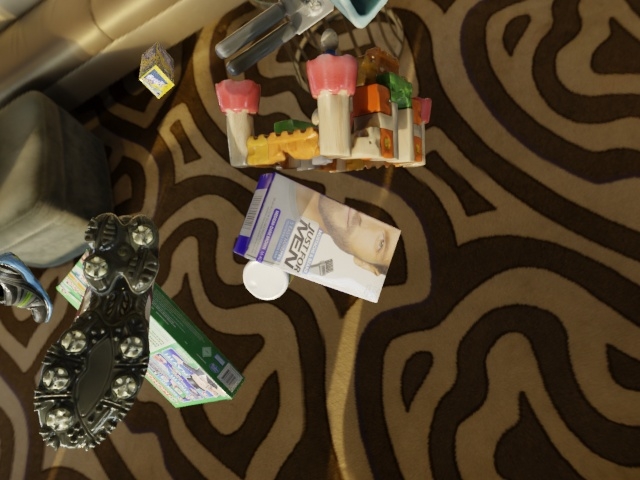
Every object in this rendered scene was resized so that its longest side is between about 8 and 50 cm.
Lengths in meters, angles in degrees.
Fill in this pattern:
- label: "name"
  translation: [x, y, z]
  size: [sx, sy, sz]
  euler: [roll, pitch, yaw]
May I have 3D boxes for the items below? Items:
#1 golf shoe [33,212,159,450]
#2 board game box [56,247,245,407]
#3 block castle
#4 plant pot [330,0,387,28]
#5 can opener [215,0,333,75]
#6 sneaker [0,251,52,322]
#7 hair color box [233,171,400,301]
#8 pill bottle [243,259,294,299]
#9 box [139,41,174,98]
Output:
- label: "golf shoe"
  translation: [-0.252, 0.105, 0.499]
  size: [0.105, 0.120, 0.273]
  euler: [14, 75, -14]
- label: "board game box"
  translation: [-0.299, 0.158, 0.699]
  size: [0.213, 0.317, 0.046]
  euler: [-27, 17, 43]
- label: "block castle"
  translation: [0.037, -0.265, 0.867]
  size: [0.302, 0.453, 0.213]
  euler: [2, 97, 33]
- label: "plant pot"
  translation: [0.008, -0.472, 0.464]
  size: [0.247, 0.247, 0.252]
  euler: [-46, 65, 14]
- label: "can opener"
  translation: [-0.095, -0.446, 0.844]
  size: [0.283, 0.076, 0.095]
  euler: [-39, 32, -9]
- label: "sneaker"
  translation: [-0.599, 0.102, 0.804]
  size: [0.067, 0.188, 0.078]
  euler: [33, 54, 27]
- label: "hair color box"
  translation: [0.000, 0.000, 0.913]
  size: [0.110, 0.338, 0.185]
  euler: [12, 81, 63]
- label: "pill bottle"
  translation: [-0.119, 0.066, 1.084]
  size: [0.117, 0.208, 0.118]
  euler: [2, 106, 8]
- label: "box"
  translation: [-0.392, -0.413, 0.976]
  size: [0.054, 0.059, 0.169]
  euler: [-33, 44, 10]
